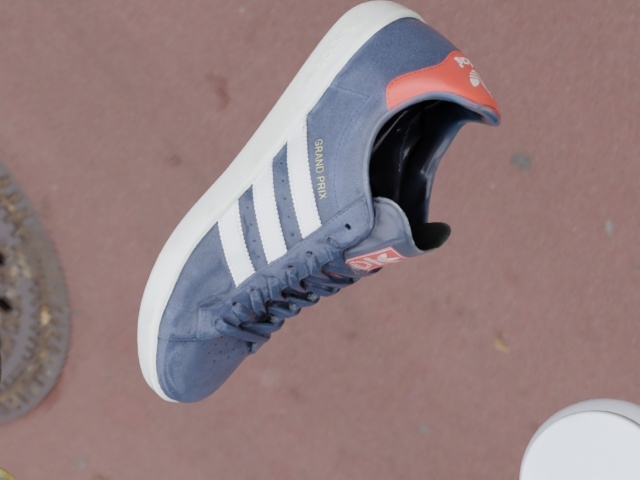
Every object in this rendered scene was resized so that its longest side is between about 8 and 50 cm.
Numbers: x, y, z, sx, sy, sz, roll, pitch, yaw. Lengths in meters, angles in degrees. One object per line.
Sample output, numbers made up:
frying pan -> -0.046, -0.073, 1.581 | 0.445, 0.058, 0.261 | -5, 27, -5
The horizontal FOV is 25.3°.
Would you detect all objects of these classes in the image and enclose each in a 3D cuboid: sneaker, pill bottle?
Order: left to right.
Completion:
sneaker -> 0.000, 0.000, 1.051 | 0.148, 0.131, 0.350 | 40, 104, 29
pill bottle -> 0.281, 0.234, 1.383 | 0.162, 0.278, 0.162 | -2, 82, 17

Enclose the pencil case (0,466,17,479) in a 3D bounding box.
pencil case -> -0.210, 0.036, 0.463 | 0.273, 0.113, 0.124 | 43, 118, 24
